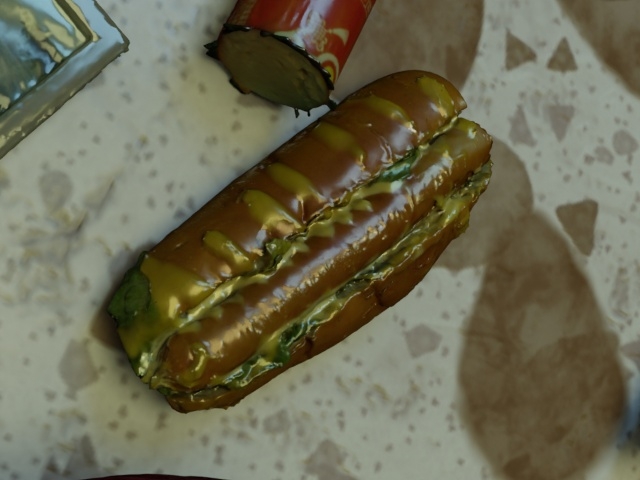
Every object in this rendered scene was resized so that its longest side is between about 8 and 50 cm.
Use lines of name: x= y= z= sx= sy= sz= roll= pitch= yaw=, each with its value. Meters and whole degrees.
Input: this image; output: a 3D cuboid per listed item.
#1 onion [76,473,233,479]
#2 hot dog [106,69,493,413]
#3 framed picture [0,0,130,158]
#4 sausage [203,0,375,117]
onion: x=-0.062 y=0.270 z=0.503 sx=0.353 sy=0.353 sz=0.354 roll=3 pitch=85 yaw=-29
hot dog: x=0.000 y=0.000 z=0.706 sx=0.269 sy=0.072 sz=0.115 roll=-42 pitch=114 yaw=-26
framed picture: x=-0.271 y=-0.146 z=0.589 sx=0.232 sy=0.024 sz=0.315 roll=-48 pitch=109 yaw=-25
sausage: x=0.023 y=-0.204 z=0.733 sx=0.083 sy=0.083 sz=0.264 roll=33 pitch=70 yaw=-23
